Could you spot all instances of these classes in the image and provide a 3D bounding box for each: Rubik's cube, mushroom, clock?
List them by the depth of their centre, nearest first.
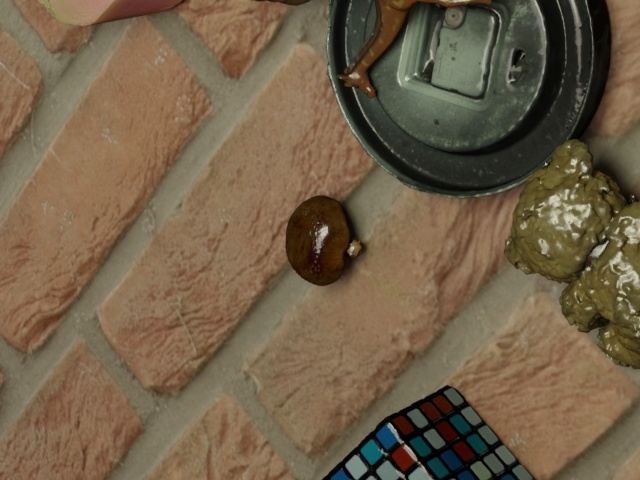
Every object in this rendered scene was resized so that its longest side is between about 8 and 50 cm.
[{"bbox_3d":[0.183,-0.246,1.883,0.386,0.076,0.386,8,105,33],"label":"clock"},{"bbox_3d":[0.137,0.330,1.975,0.187,0.182,0.184,49,124,17],"label":"Rubik's cube"},{"bbox_3d":[0.000,0.000,2.072,0.127,0.087,0.127,-1,89,56],"label":"mushroom"}]

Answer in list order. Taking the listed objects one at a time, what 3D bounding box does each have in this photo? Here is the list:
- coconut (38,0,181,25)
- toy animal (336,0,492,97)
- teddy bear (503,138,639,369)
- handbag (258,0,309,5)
[{"bbox_3d":[-0.310,-0.421,2.084,0.233,0.245,0.233,8,104,36],"label":"coconut"},{"bbox_3d":[0.106,-0.291,1.844,0.229,0.066,0.224,-7,116,26],"label":"toy animal"},{"bbox_3d":[0.342,0.010,1.782,0.256,0.156,0.267,43,122,22],"label":"teddy bear"},{"bbox_3d":[-0.013,-0.467,1.874,0.283,0.149,0.302,-12,75,48],"label":"handbag"}]
